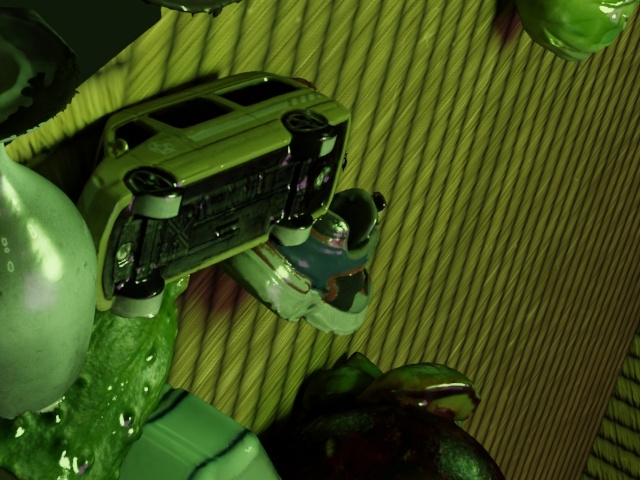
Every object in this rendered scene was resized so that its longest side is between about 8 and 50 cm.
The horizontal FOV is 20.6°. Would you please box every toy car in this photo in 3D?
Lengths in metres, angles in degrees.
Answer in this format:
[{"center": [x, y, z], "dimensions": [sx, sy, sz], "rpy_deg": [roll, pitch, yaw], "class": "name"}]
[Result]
[{"center": [-0.094, -0.042, 1.237], "dimensions": [0.257, 0.124, 0.101], "rpy_deg": [-24, 137, -46], "class": "toy car"}]

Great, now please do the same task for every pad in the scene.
[{"center": [-0.158, -0.144, 1.118], "dimensions": [0.190, 0.004, 0.127], "rpy_deg": [-47, 155, -39], "class": "pad"}]

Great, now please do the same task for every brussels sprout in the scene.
[{"center": [0.256, -0.270, 1.817], "dimensions": [0.149, 0.122, 0.151], "rpy_deg": [-61, -164, 9], "class": "brussels sprout"}]

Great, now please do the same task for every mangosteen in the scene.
[{"center": [0.056, 0.283, 1.789], "dimensions": [0.311, 0.311, 0.311], "rpy_deg": [-50, 156, -32], "class": "mangosteen"}]

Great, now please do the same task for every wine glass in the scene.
[{"center": [-0.193, -0.008, 1.026], "dimensions": [0.126, 0.126, 0.241], "rpy_deg": [-47, 151, -38], "class": "wine glass"}]

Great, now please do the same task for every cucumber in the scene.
[{"center": [-0.168, 0.102, 1.235], "dimensions": [0.244, 0.134, 0.134], "rpy_deg": [-52, 158, -35], "class": "cucumber"}]

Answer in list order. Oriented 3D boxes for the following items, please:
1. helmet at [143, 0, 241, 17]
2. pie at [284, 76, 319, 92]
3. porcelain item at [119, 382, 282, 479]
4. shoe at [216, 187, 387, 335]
[{"center": [-0.080, -0.279, 0.893], "dimensions": [0.225, 0.177, 0.305], "rpy_deg": [-36, 154, -41], "class": "helmet"}, {"center": [-0.048, -0.065, 1.434], "dimensions": [0.154, 0.036, 0.154], "rpy_deg": [-51, 159, -28], "class": "pie"}, {"center": [-0.162, 0.263, 1.388], "dimensions": [0.286, 0.157, 0.281], "rpy_deg": [-59, 161, -14], "class": "porcelain item"}, {"center": [0.000, 0.000, 1.441], "dimensions": [0.125, 0.099, 0.227], "rpy_deg": [-55, 161, 8], "class": "shoe"}]
